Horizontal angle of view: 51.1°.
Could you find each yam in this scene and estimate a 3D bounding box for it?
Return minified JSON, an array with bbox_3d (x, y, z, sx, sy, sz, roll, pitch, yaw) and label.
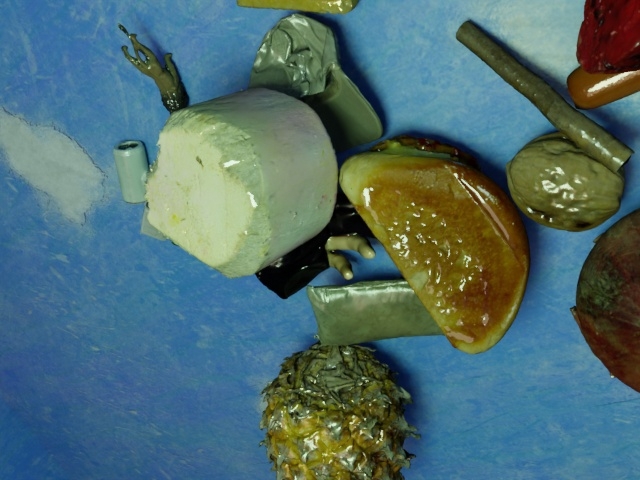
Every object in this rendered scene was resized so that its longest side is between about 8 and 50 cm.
[{"bbox_3d":[0.328,-0.221,1.007,0.327,0.045,0.045,47,176,20],"label":"yam"}]

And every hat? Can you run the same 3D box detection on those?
[{"bbox_3d":[-0.001,-0.277,1.201,0.214,0.149,0.244,-10,152,38],"label":"hat"}]

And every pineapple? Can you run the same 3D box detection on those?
[{"bbox_3d":[0.040,0.388,1.429,0.352,0.352,0.300,12,123,21],"label":"pineapple"}]

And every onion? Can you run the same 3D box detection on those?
[{"bbox_3d":[0.558,0.099,0.999,0.353,0.353,0.354,14,125,20],"label":"onion"}]

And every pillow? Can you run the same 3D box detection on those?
[{"bbox_3d":[0.123,0.142,1.342,0.302,0.075,0.185,-6,133,7],"label":"pillow"}]

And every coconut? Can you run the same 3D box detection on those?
[{"bbox_3d":[-0.121,-0.105,1.140,0.297,0.309,0.297,11,113,29],"label":"coconut"}]

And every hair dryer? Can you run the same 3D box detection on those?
[{"bbox_3d":[-0.342,-0.142,1.470,0.236,0.073,0.131,9,122,20],"label":"hair dryer"}]

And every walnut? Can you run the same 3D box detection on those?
[{"bbox_3d":[0.382,-0.094,1.054,0.184,0.155,0.155,16,126,20],"label":"walnut"}]

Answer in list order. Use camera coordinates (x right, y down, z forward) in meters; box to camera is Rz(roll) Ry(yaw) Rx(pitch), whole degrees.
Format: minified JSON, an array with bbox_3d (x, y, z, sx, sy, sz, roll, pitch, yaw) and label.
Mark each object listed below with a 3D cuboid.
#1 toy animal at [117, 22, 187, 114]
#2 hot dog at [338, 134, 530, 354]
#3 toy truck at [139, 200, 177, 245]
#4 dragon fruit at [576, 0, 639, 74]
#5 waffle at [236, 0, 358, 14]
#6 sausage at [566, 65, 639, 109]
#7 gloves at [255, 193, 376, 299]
[{"bbox_3d":[-0.326,-0.341,1.320,0.069,0.086,0.220,-26,130,15],"label":"toy animal"},{"bbox_3d":[0.219,-0.016,1.149,0.223,0.185,0.405,-35,99,8],"label":"hot dog"},{"bbox_3d":[-0.261,-0.031,1.430,0.242,0.125,0.101,19,135,-6],"label":"toy truck"},{"bbox_3d":[0.474,-0.386,0.840,0.228,0.286,0.329,117,143,-73],"label":"dragon fruit"},{"bbox_3d":[-0.045,-0.503,1.084,0.221,0.055,0.248,12,124,22],"label":"waffle"},{"bbox_3d":[0.452,-0.251,0.961,0.197,0.076,0.076,-24,106,37],"label":"sausage"},{"bbox_3d":[-0.005,-0.004,1.319,0.301,0.152,0.197,-17,144,23],"label":"gloves"}]
